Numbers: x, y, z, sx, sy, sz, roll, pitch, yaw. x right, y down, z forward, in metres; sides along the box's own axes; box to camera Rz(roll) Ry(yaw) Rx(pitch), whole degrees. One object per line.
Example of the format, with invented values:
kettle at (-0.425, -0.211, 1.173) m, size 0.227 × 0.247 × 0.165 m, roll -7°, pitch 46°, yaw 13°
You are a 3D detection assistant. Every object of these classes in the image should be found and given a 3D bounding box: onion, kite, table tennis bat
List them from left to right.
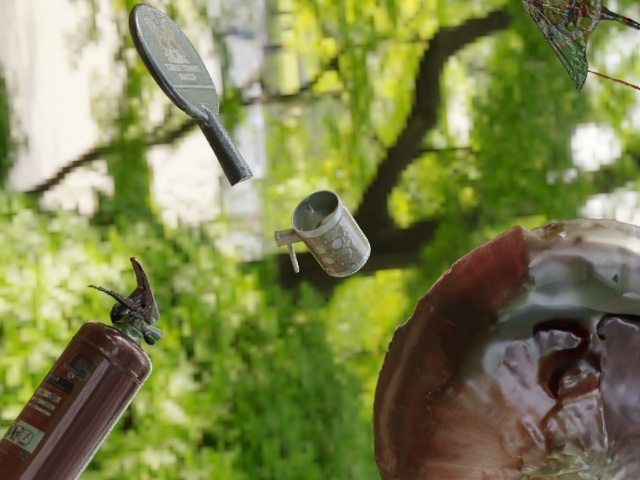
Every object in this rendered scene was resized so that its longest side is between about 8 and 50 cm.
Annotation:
table tennis bat at (-0.146, -0.166, 2.013) m, size 0.236 × 0.027 × 0.150 m, roll 60°, pitch 18°, yaw 7°
onion at (0.161, 0.097, 1.177) m, size 0.195 × 0.272 × 0.272 m, roll -105°, pitch -172°, yaw -67°
kite at (0.347, -0.260, 2.077) m, size 0.006 × 0.244 × 0.198 m, roll 25°, pitch 83°, yaw -76°

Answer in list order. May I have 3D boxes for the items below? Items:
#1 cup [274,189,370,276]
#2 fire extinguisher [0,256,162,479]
cup at (0.004, 0.003, 2.315) m, size 0.099 × 0.102 × 0.074 m, roll 54°, pitch -5°, yaw -37°
fire extinguisher at (-0.292, 0.177, 2.114) m, size 0.337 × 0.106 × 0.147 m, roll -57°, pitch 143°, yaw -13°
